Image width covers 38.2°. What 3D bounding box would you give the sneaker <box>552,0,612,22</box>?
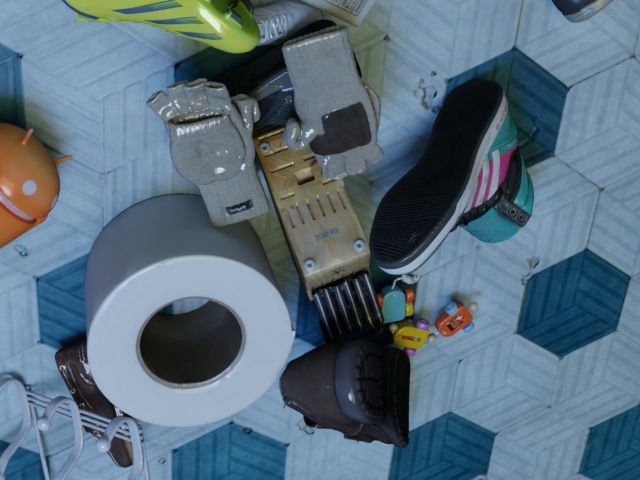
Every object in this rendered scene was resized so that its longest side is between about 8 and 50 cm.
[{"bbox_3d":[0.356,-0.376,1.105,0.222,0.083,0.118,-44,119,11],"label":"sneaker"}]

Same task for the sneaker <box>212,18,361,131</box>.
[{"bbox_3d":[-0.050,-0.156,1.099,0.227,0.087,0.130,-27,132,16],"label":"sneaker"}]

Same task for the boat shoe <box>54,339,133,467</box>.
[{"bbox_3d":[-0.301,0.225,1.258,0.073,0.073,0.207,-15,113,-5],"label":"boat shoe"}]

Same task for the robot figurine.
[{"bbox_3d":[-0.391,-0.049,1.048,0.219,0.128,0.158,-34,114,4],"label":"robot figurine"}]

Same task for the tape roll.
[{"bbox_3d":[-0.171,0.086,1.159,0.246,0.169,0.246,-7,119,-13],"label":"tape roll"}]

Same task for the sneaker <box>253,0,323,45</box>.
[{"bbox_3d":[-0.068,-0.245,1.073,0.152,0.061,0.054,-9,118,-12],"label":"sneaker"}]

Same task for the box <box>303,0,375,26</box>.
[{"bbox_3d":[-0.063,-0.365,0.958,0.311,0.121,0.148,21,124,-25],"label":"box"}]

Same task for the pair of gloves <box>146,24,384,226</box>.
[{"bbox_3d":[-0.051,-0.127,1.039,0.240,0.042,0.204,-22,135,6],"label":"pair of gloves"}]

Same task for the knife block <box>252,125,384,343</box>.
[{"bbox_3d":[0.000,0.000,1.223,0.088,0.242,0.276,-21,76,-5],"label":"knife block"}]

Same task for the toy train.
[{"bbox_3d":[0.142,0.095,1.325,0.125,0.046,0.166,-43,123,8],"label":"toy train"}]

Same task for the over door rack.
[{"bbox_3d":[-0.311,0.349,1.222,0.108,0.239,0.324,-43,132,-42],"label":"over door rack"}]

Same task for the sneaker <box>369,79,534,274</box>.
[{"bbox_3d":[0.177,-0.039,1.173,0.295,0.124,0.178,-57,133,-24],"label":"sneaker"}]

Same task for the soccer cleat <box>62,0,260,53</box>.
[{"bbox_3d":[-0.202,-0.271,0.990,0.289,0.093,0.121,28,118,-13],"label":"soccer cleat"}]

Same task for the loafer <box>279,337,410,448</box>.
[{"bbox_3d":[0.041,0.200,1.253,0.130,0.134,0.366,-3,159,16],"label":"loafer"}]
